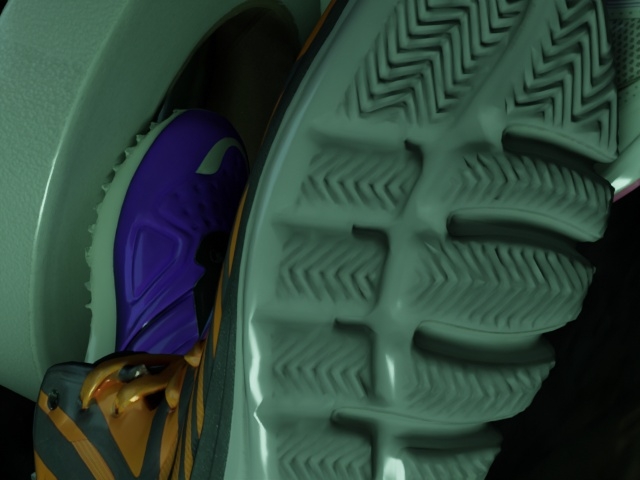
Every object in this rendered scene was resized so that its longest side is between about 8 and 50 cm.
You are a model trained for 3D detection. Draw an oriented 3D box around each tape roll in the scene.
[{"bbox_3d":[-0.092,-0.067,0.940,0.392,0.072,0.392,-53,-22,-33],"label":"tape roll"}]

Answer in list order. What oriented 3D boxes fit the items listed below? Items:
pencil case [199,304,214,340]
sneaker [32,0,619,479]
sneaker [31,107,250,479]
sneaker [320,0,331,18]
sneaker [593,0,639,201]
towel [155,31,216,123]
[{"bbox_3d":[0.000,0.045,0.675,0.104,0.104,0.236,-46,22,59],"label":"pencil case"},{"bbox_3d":[-0.024,0.035,0.484,0.180,0.124,0.321,26,99,56],"label":"sneaker"},{"bbox_3d":[-0.054,0.068,0.777,0.146,0.102,0.293,0,68,28],"label":"sneaker"},{"bbox_3d":[0.094,-0.240,0.943,0.147,0.104,0.296,-49,-15,-52],"label":"sneaker"},{"bbox_3d":[0.110,-0.128,0.498,0.252,0.111,0.103,-64,10,-2],"label":"sneaker"},{"bbox_3d":[-0.080,-0.124,1.167,0.320,0.090,0.375,-30,-37,-65],"label":"towel"}]
